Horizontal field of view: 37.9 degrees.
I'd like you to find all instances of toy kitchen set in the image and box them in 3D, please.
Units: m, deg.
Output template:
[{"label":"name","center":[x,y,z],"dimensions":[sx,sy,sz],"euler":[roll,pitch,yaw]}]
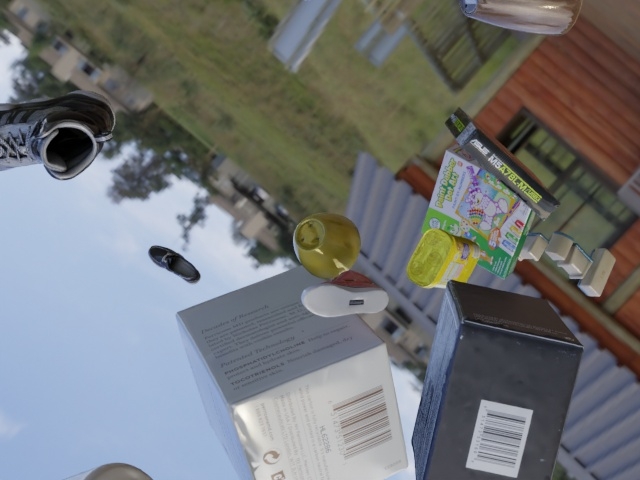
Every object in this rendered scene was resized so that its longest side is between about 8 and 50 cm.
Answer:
[{"label":"toy kitchen set","center":[0.642,0.040,2.467],"dimensions":[0.207,0.122,0.166],"euler":[41,157,-27]}]

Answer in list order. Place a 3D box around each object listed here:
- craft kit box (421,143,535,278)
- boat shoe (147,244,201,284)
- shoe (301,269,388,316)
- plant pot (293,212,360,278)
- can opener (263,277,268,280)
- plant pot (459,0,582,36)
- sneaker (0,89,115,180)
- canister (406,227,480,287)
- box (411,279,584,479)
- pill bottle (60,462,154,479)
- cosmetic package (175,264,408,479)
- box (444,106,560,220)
[{"label":"craft kit box","center":[0.383,-0.069,2.235],"dimensions":[0.247,0.249,0.061],"euler":[33,-140,26]},{"label":"boat shoe","center":[-0.298,0.045,1.882],"dimensions":[0.125,0.046,0.038],"euler":[36,165,13]},{"label":"shoe","center":[0.033,0.097,1.725],"dimensions":[0.178,0.063,0.081],"euler":[2,-159,-28]},{"label":"plant pot","center":[0.000,0.000,1.827],"dimensions":[0.134,0.134,0.095],"euler":[46,-174,28]},{"label":"can opener","center":[-0.077,0.228,2.567],"dimensions":[0.283,0.076,0.095],"euler":[48,145,4]},{"label":"plant pot","center":[0.443,-0.573,2.132],"dimensions":[0.231,0.215,0.215],"euler":[-6,-152,-17]},{"label":"sneaker","center":[-0.431,-0.142,1.361],"dimensions":[0.153,0.269,0.101],"euler":[-122,17,-61]},{"label":"canister","center":[0.268,0.044,1.997],"dimensions":[0.073,0.126,0.170],"euler":[32,-169,31]},{"label":"box","center":[0.255,0.240,1.407],"dimensions":[0.183,0.296,0.294],"euler":[12,-170,1]},{"label":"pill bottle","center":[-0.431,0.503,1.525],"dimensions":[0.204,0.361,0.204],"euler":[34,-136,-39]},{"label":"cosmetic package","center":[-0.064,0.307,1.934],"dimensions":[0.394,0.328,0.329],"euler":[-136,29,-59]},{"label":"box","center":[0.291,-0.129,1.510],"dimensions":[0.184,0.045,0.190],"euler":[37,-166,-11]}]
